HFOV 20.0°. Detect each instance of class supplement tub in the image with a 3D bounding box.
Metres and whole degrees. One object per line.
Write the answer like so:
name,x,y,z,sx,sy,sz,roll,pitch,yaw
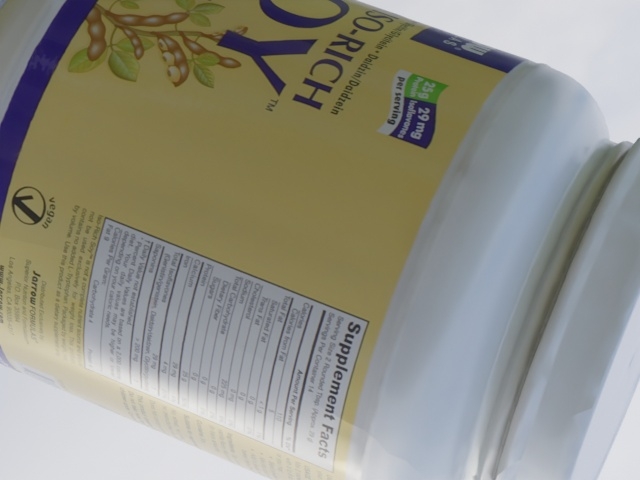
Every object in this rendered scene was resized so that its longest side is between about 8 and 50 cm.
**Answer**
supplement tub,0.000,0.000,0.907,0.241,0.331,0.241,21,90,-75

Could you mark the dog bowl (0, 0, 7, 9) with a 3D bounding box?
dog bowl,-0.173,-0.155,1.276,0.104,0.265,0.265,-49,-161,-24
